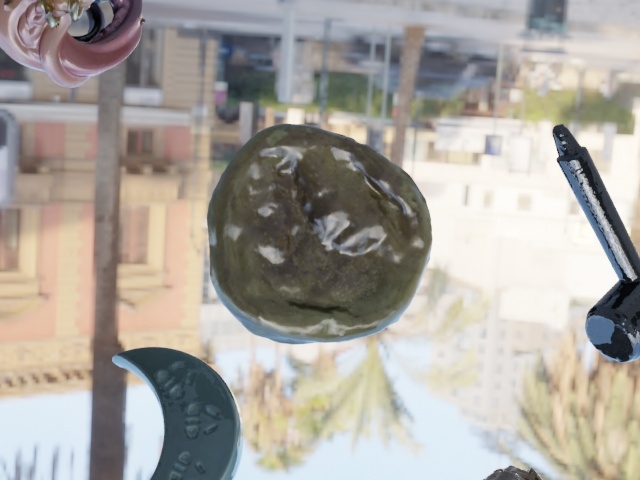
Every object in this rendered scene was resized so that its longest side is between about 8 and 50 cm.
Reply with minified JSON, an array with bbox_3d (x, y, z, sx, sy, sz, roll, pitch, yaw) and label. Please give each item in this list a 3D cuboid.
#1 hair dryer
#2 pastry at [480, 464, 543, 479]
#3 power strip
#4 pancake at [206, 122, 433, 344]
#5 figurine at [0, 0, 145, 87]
[{"bbox_3d":[0.290,-0.002,1.231,0.114,0.248,0.070,-39,-162,-31],"label":"hair dryer"},{"bbox_3d":[0.160,0.397,1.340,0.162,0.311,0.255,45,180,14],"label":"pastry"},{"bbox_3d":[-0.143,0.206,1.173,0.137,0.216,0.044,-5,153,2],"label":"power strip"},{"bbox_3d":[0.000,0.000,1.489,0.294,0.294,0.049,2,180,-12],"label":"pancake"},{"bbox_3d":[-0.184,-0.179,0.843,0.114,0.126,0.157,-24,175,-8],"label":"figurine"}]
